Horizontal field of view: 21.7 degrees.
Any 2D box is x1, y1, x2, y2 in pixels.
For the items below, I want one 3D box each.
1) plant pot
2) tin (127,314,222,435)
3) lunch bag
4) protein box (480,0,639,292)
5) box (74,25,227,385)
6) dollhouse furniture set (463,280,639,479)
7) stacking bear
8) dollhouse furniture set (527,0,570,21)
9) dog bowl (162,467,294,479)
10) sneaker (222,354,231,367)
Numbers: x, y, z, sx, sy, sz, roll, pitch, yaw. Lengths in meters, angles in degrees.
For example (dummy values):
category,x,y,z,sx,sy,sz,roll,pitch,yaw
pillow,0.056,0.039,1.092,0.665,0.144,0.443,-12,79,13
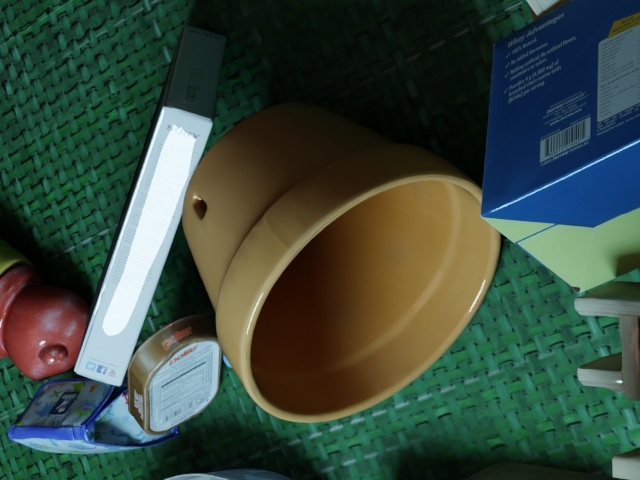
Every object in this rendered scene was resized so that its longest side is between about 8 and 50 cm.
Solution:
category,x,y,z,sx,sy,sz,roll,pitch,yaw
plant pot,0.000,0.000,1.611,0.203,0.290,0.291,48,125,37
tin,-0.157,0.149,1.821,0.040,0.106,0.190,47,155,23
lunch bag,-0.262,0.202,1.911,0.128,0.151,0.096,-7,97,38
protein box,0.257,-0.100,1.407,0.199,0.136,0.201,-27,40,37
box,-0.177,-0.040,1.754,0.058,0.232,0.322,19,115,-9
dollhouse furniture set,0.327,0.225,1.324,0.256,0.394,0.362,3,103,41
stacking bear,-0.398,0.076,1.989,0.289,0.175,0.164,21,120,21
dollhouse furniture set,0.221,-0.391,1.475,0.286,0.198,0.303,-27,52,16
dog bowl,-0.080,0.413,1.857,0.348,0.102,0.349,9,106,34
sneaker,-0.059,0.093,1.784,0.162,0.073,0.063,-36,79,39
